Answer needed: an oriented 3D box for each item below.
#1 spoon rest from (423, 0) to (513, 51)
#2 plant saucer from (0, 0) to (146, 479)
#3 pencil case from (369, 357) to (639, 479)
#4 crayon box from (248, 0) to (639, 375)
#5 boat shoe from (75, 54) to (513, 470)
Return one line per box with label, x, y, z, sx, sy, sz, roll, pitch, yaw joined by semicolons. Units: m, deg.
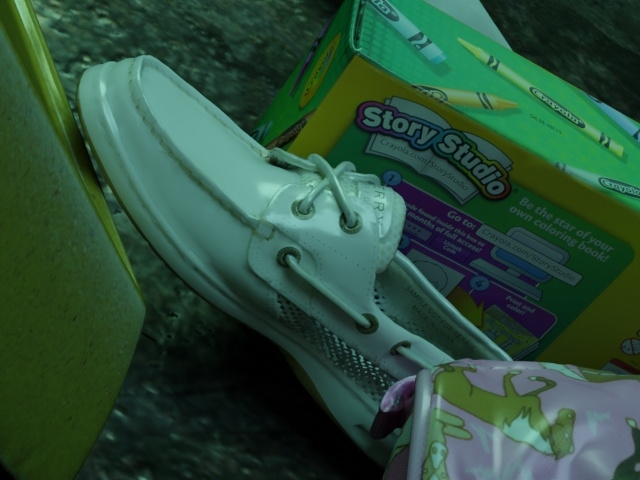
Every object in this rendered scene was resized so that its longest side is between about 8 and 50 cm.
spoon rest;0.076;-0.122;1.000;0.137;0.084;0.276;-11;59;-44
plant saucer;-0.165;-0.099;0.611;0.081;0.332;0.332;-23;61;-4
pencil case;0.212;0.138;0.670;0.386;0.160;0.167;1;26;5
crayon box;0.098;-0.005;0.835;0.278;0.165;0.081;28;39;-14
boat shoe;0.000;0.000;0.744;0.277;0.096;0.098;45;27;-26
